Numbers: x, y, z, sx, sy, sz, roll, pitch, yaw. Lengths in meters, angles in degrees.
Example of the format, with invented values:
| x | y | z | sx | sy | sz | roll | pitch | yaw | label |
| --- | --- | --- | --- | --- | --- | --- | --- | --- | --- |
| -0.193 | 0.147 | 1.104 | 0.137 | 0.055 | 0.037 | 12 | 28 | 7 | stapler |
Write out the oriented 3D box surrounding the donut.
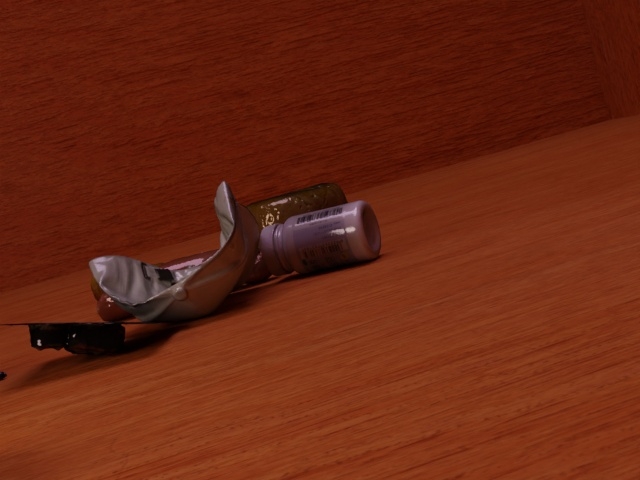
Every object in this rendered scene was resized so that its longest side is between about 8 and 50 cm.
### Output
| x | y | z | sx | sy | sz | roll | pitch | yaw | label |
| --- | --- | --- | --- | --- | --- | --- | --- | --- | --- |
| -0.056 | -0.035 | 2.337 | 0.209 | 0.128 | 0.261 | -13 | 4 | 30 | donut |

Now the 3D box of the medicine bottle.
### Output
| x | y | z | sx | sy | sz | roll | pitch | yaw | label |
| --- | --- | --- | --- | --- | --- | --- | --- | --- | --- |
| 0.000 | 0.000 | 1.929 | 0.187 | 0.102 | 0.103 | -13 | 6 | 21 | medicine bottle |

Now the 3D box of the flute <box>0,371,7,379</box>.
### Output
| x | y | z | sx | sy | sz | roll | pitch | yaw | label |
| --- | --- | --- | --- | --- | --- | --- | --- | --- | --- |
| -0.582 | 0.223 | 1.717 | 0.270 | 0.014 | 0.014 | -13 | 6 | 22 | flute |

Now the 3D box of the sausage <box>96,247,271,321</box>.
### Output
| x | y | z | sx | sy | sz | roll | pitch | yaw | label |
| --- | --- | --- | --- | --- | --- | --- | --- | --- | --- |
| -0.236 | 0.068 | 2.007 | 0.327 | 0.079 | 0.087 | -15 | -36 | 0 | sausage |

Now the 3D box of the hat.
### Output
| x | y | z | sx | sy | sz | roll | pitch | yaw | label |
| --- | --- | --- | --- | --- | --- | --- | --- | --- | --- |
| -0.193 | 0.060 | 1.824 | 0.258 | 0.168 | 0.301 | -29 | -22 | 11 | hat |

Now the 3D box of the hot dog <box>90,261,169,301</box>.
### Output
| x | y | z | sx | sy | sz | roll | pitch | yaw | label |
| --- | --- | --- | --- | --- | --- | --- | --- | --- | --- |
| -0.328 | 0.080 | 2.143 | 0.286 | 0.087 | 0.061 | -15 | 10 | 37 | hot dog |

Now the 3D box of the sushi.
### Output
| x | y | z | sx | sy | sz | roll | pitch | yaw | label |
| --- | --- | --- | --- | --- | --- | --- | --- | --- | --- |
| -0.334 | 0.140 | 1.620 | 0.232 | 0.047 | 0.219 | -1 | -3 | 5 | sushi |
